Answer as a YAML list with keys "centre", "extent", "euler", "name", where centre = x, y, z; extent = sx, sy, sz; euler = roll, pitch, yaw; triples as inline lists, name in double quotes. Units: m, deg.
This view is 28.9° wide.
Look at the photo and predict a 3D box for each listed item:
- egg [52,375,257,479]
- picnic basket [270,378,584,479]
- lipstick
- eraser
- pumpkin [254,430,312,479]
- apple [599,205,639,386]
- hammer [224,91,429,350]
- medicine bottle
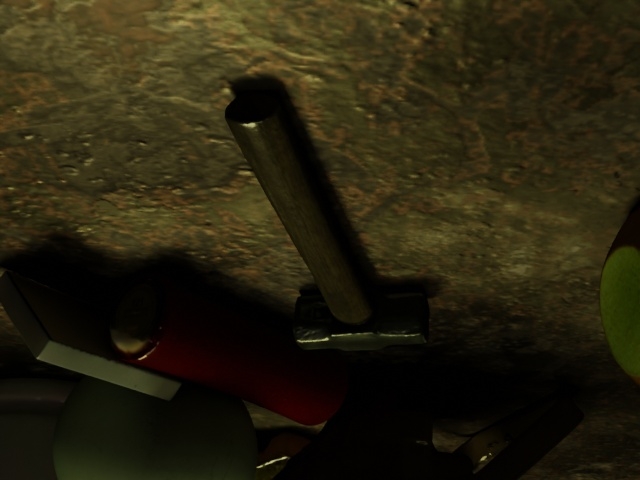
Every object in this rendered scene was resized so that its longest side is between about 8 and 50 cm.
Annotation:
- centre: [-0.152, 0.195, 1.165]
  extent: [0.183, 0.183, 0.264]
  euler: [14, 172, -24]
  name: "egg"
- centre: [0.112, 0.283, 1.275]
  extent: [0.321, 0.291, 0.254]
  euler: [-35, 173, -30]
  name: "picnic basket"
- centre: [-0.075, 0.099, 1.086]
  extent: [0.080, 0.080, 0.241]
  euler: [-16, 150, 38]
  name: "lipstick"
- centre: [-0.195, 0.081, 1.049]
  extent: [0.150, 0.104, 0.023]
  euler: [28, 102, -46]
  name: "eraser"
- centre: [-0.077, 0.310, 1.554]
  extent: [0.290, 0.095, 0.258]
  euler: [-6, 144, -1]
  name: "pumpkin"
- centre: [0.276, 0.035, 0.845]
  extent: [0.146, 0.163, 0.147]
  euler: [-8, 135, -8]
  name: "apple"
- centre: [0.000, 0.000, 0.899]
  extent: [0.111, 0.043, 0.365]
  euler: [-2, 155, 13]
  name: "hammer"
- centre: [-0.304, 0.324, 1.335]
  extent: [0.202, 0.316, 0.202]
  euler: [3, 156, 1]
  name: "medicine bottle"
